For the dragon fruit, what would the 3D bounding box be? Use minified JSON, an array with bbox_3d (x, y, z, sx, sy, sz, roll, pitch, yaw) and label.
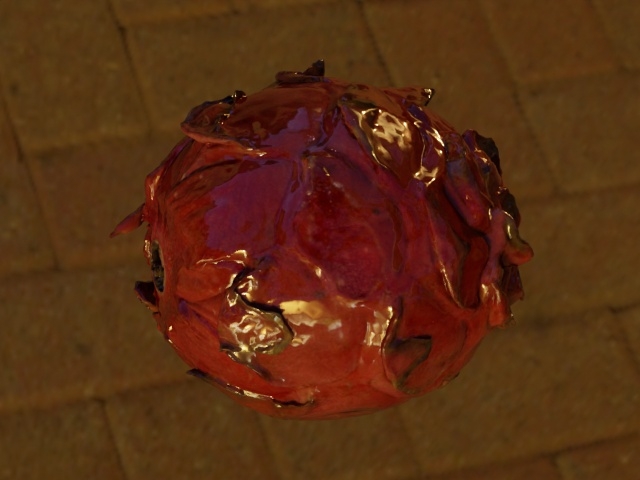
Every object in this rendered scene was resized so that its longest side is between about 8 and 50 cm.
[{"bbox_3d":[0.009,0.004,1.118,0.252,0.241,0.241,-32,72,-19],"label":"dragon fruit"}]
